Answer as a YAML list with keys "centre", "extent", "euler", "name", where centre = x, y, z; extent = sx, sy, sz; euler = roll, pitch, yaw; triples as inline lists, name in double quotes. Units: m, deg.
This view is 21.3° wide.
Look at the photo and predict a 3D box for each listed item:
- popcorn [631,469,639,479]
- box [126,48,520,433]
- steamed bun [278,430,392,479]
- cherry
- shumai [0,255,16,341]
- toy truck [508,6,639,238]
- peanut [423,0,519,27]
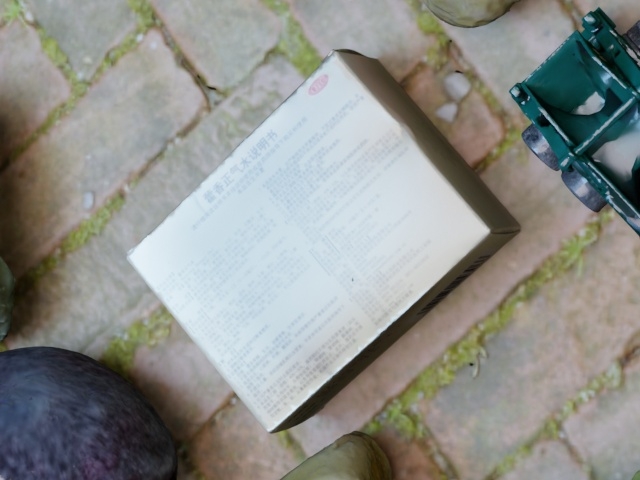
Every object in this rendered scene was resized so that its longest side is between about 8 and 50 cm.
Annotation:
- centre: [0.222, 0.267, 1.046]
  extent: [0.259, 0.259, 0.212]
  euler: [32, 128, 15]
  name: "popcorn"
- centre: [0.000, 0.000, 1.162]
  extent: [0.212, 0.095, 0.168]
  euler: [-43, 81, 16]
  name: "box"
- centre: [0.005, 0.236, 1.154]
  extent: [0.172, 0.141, 0.155]
  euler: [-40, 84, 14]
  name: "steamed bun"
- centre: [-0.195, 0.168, 1.195]
  extent: [0.195, 0.195, 0.195]
  euler: [1, 94, 20]
  name: "cherry"
- centre: [-0.366, -0.005, 1.236]
  extent: [0.260, 0.225, 0.222]
  euler: [-13, 75, -18]
  name: "shumai"
- centre: [0.213, -0.045, 1.071]
  extent: [0.110, 0.116, 0.216]
  euler: [-44, 79, 16]
  name: "toy truck"
- centre: [0.102, -0.248, 1.114]
  extent: [0.098, 0.090, 0.214]
  euler: [-5, 92, 13]
  name: "peanut"
